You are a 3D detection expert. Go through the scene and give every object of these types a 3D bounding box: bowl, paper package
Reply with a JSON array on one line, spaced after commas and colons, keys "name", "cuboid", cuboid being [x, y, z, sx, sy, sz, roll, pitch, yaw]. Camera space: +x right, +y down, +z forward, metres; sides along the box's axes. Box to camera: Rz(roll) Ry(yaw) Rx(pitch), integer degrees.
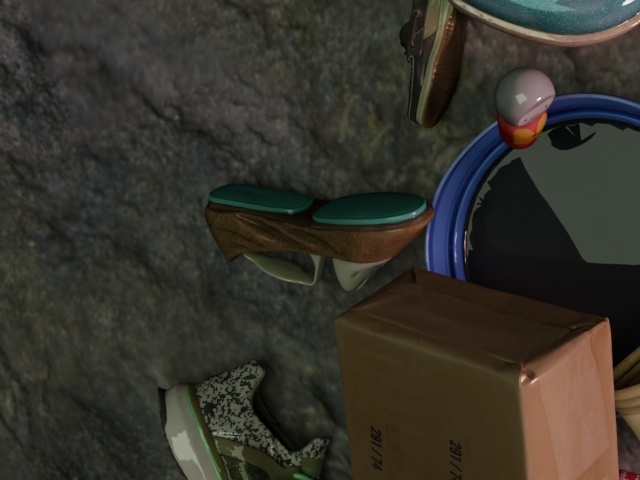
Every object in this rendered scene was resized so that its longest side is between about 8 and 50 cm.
[{"name": "bowl", "cuboid": [0.321, 0.018, 1.817, 0.391, 0.077, 0.391, 3, 97, 21]}, {"name": "paper package", "cuboid": [0.182, 0.226, 1.755, 0.309, 0.168, 0.325, 16, 123, 44]}]

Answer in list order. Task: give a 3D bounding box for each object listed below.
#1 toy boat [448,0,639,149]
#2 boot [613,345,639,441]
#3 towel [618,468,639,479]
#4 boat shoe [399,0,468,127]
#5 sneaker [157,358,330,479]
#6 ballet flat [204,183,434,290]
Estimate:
[{"name": "toy boat", "cuboid": [0.256, -0.263, 1.721, 0.267, 0.148, 0.318, 11, 75, 8]}, {"name": "boot", "cuboid": [0.469, 0.176, 1.706, 0.262, 0.095, 0.203, -28, 109, 18]}, {"name": "towel", "cuboid": [0.444, 0.402, 1.842, 0.275, 0.031, 0.199, 16, 100, 17]}, {"name": "boat shoe", "cuboid": [0.135, -0.253, 1.861, 0.073, 0.080, 0.223, 14, 96, 26]}, {"name": "sneaker", "cuboid": [-0.051, 0.335, 1.982, 0.182, 0.158, 0.410, -31, 90, 5]}, {"name": "ballet flat", "cuboid": [0.000, 0.000, 1.914, 0.342, 0.116, 0.124, 4, 114, 32]}]
